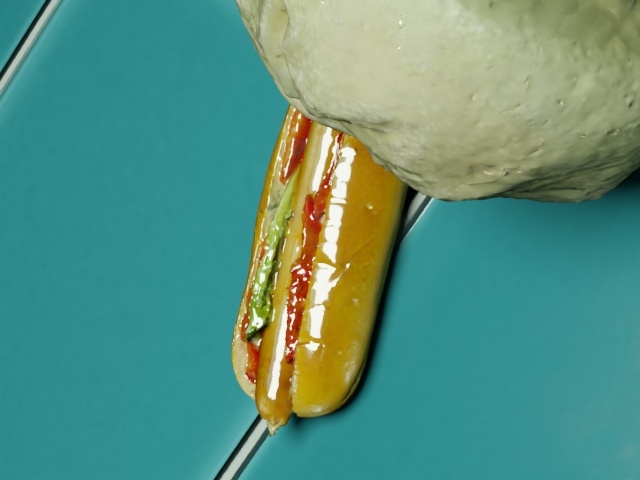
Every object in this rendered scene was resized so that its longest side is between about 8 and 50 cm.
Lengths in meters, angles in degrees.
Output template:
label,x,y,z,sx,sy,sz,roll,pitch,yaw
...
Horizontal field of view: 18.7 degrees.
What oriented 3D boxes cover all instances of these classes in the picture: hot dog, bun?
label,x,y,z,sx,sy,sz,roll,pitch,yaw
hot dog,0.000,0.000,1.138,0.092,0.062,0.236,9,85,31
bun,0.075,-0.134,1.000,0.205,0.281,0.281,-44,53,55
